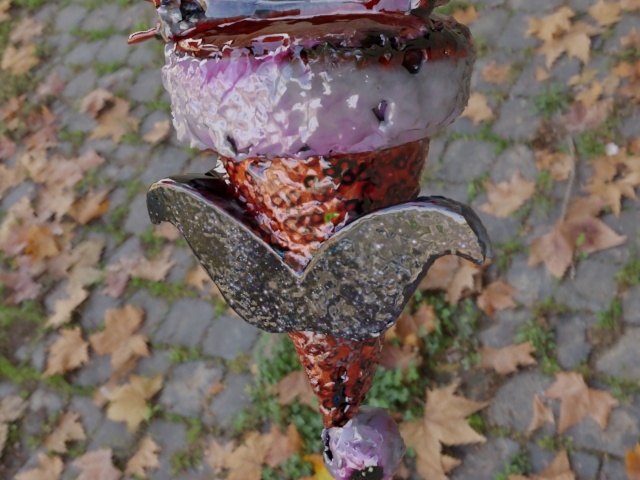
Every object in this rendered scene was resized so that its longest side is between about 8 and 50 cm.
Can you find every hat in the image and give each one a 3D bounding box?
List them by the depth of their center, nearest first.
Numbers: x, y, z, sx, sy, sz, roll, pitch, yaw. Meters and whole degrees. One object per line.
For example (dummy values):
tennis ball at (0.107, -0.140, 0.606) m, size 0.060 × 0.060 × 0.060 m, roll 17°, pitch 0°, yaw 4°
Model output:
hat at (-0.003, 0.001, 0.442) m, size 0.140 × 0.227 × 0.129 m, roll -4°, pitch 15°, yaw 3°
